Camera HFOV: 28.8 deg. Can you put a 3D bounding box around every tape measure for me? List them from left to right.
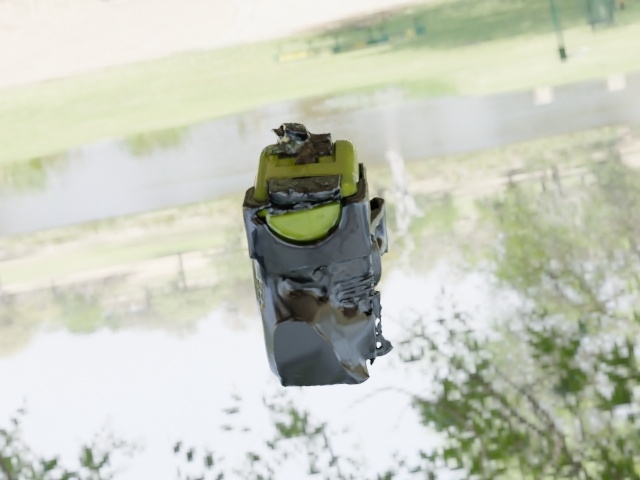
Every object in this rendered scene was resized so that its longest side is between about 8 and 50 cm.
[{"bbox_3d":[0.000,0.000,1.006,0.112,0.199,0.186,-3,-153,0],"label":"tape measure"}]
